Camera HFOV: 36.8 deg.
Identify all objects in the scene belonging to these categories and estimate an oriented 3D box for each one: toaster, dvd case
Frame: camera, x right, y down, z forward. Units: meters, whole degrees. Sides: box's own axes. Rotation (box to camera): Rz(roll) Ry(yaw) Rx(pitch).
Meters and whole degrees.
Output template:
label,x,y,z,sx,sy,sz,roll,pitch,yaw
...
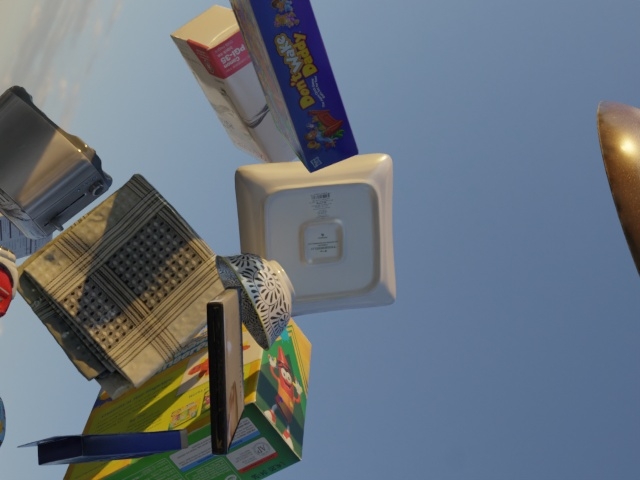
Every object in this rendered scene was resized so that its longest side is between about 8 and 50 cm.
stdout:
label,x,y,z,sx,sy,sz,roll,pitch,yaw
toaster,-0.417,-0.110,1.354,0.146,0.227,0.129,-46,166,-14
dvd case,-0.119,0.157,1.234,0.253,0.022,0.180,-100,-172,-88

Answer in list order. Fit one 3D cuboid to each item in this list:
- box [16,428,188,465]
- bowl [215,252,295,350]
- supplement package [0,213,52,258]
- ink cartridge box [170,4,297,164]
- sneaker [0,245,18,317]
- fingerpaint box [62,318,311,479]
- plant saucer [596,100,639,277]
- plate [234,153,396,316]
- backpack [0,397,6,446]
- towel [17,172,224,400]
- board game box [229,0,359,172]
label,x,y,z,sx,sy,sz,roll,pitch,yaw
box,-0.334,0.318,1.476,0.136,0.225,0.037,-21,-112,44
bowl,-0.091,0.081,1.512,0.080,0.170,0.170,-29,-162,-16
supplement package,-0.706,-0.116,2.131,0.262,0.145,0.204,60,-28,21
ink cartridge box,-0.143,-0.294,1.851,0.117,0.283,0.207,-37,-148,-13
sneaker,-0.520,0.053,1.186,0.107,0.279,0.118,154,-61,-71
fingerpaint box,-0.246,0.344,1.850,0.444,0.163,0.371,-29,-158,15
plant saucer,0.378,-0.013,1.037,0.050,0.310,0.311,-20,-133,27
plate,0.000,0.000,1.641,0.045,0.277,0.278,-136,-138,-71
backpack,-0.503,0.260,1.319,0.173,0.117,0.158,-28,-129,14
towel,-0.354,0.082,1.748,0.324,0.312,0.056,-41,178,-11
board game box,-0.061,-0.295,1.355,0.078,0.347,0.233,-23,-154,-5
